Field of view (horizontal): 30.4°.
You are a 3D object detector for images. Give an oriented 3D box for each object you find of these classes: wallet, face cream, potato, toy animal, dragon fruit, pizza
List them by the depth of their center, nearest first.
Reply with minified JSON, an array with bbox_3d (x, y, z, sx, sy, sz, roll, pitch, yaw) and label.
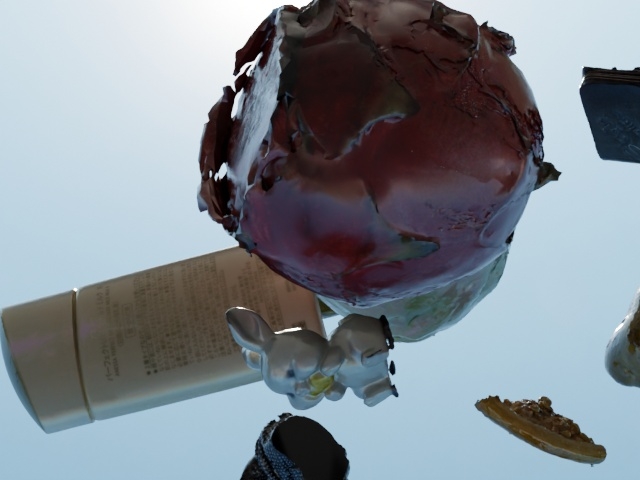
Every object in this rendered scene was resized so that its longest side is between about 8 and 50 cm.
[{"bbox_3d":[-0.005,0.092,0.929,0.124,0.071,0.085,-11,-125,-3],"label":"toy animal"},{"bbox_3d":[0.046,-0.086,1.050,0.302,0.295,0.295,-2,-147,-31],"label":"dragon fruit"},{"bbox_3d":[0.374,-0.118,1.196,0.232,0.122,0.031,11,-128,41],"label":"wallet"},{"bbox_3d":[-0.172,0.101,1.271,0.349,0.081,0.173,-15,-127,-1],"label":"face cream"},{"bbox_3d":[0.294,0.240,1.547,0.178,0.041,0.131,28,-164,13],"label":"pizza"},{"bbox_3d":[0.627,0.103,2.036,0.176,0.195,0.369,11,-119,55],"label":"potato"}]

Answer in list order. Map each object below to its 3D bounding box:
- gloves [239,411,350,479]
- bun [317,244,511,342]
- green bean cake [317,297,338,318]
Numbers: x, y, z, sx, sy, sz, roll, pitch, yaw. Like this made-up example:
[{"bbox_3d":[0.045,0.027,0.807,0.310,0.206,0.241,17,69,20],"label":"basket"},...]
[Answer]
[{"bbox_3d":[-0.034,0.294,1.351,0.129,0.180,0.106,21,-138,-5],"label":"gloves"},{"bbox_3d":[0.126,0.043,1.565,0.293,0.187,0.293,-19,-164,6],"label":"bun"},{"bbox_3d":[0.000,0.000,1.786,0.233,0.236,0.124,-13,176,-30],"label":"green bean cake"}]
